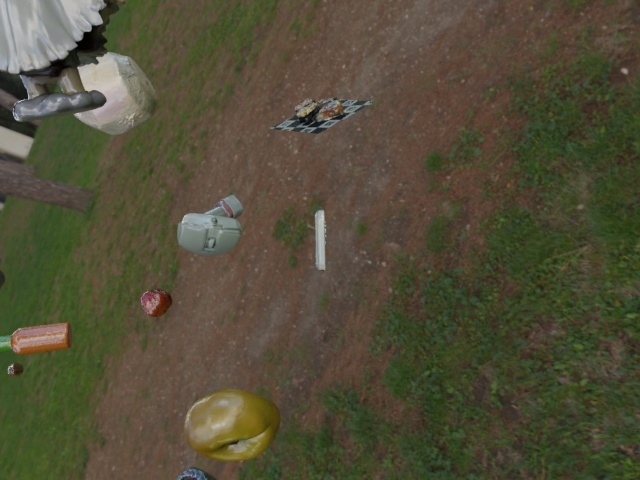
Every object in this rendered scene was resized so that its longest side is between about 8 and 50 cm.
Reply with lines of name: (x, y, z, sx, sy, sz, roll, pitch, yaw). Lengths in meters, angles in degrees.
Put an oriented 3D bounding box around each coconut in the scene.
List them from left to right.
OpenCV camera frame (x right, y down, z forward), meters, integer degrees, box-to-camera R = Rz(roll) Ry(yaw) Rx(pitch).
coconut: (-0.603, -0.413, 1.335, 0.234, 0.224, 0.224, -36, 34, 0)

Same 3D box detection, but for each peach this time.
peach: (-0.232, 0.492, 1.239, 0.251, 0.251, 0.153, -51, 39, 29)

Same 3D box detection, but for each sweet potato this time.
sweet potato: (-0.759, 0.321, 1.151, 0.095, 0.034, 0.034, -25, 51, 60)

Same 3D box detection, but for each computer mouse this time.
computer mouse: (-0.164, -0.005, 0.682, 0.182, 0.089, 0.056, 166, 105, -71)

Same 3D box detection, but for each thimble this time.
thimble: (-0.337, 0.700, 1.264, 0.118, 0.090, 0.135, -44, 47, -17)

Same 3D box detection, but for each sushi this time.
sushi: (-0.004, -0.323, 1.127, 0.193, 0.040, 0.210, -35, 33, -22)

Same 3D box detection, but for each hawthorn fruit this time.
hawthorn fruit: (-0.492, 0.181, 1.382, 0.093, 0.093, 0.093, -36, 43, 43)

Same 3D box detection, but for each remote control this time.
remote control: (0.000, 0.000, 1.679, 0.078, 0.042, 0.221, -97, 7, -88)

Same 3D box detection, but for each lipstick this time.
lipstick: (-0.300, -0.062, 1.263, 0.063, 0.186, 0.057, 51, 136, 6)

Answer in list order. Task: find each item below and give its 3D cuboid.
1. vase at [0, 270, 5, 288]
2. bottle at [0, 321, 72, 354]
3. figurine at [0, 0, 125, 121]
vase: (-0.894, 0.152, 1.194, 0.086, 0.086, 0.214, -59, 29, 17)
bottle: (-0.703, 0.240, 1.110, 0.069, 0.187, 0.068, 177, 90, -72)
figurine: (-0.353, -0.341, 0.535, 0.166, 0.207, 0.386, -58, -39, -71)
